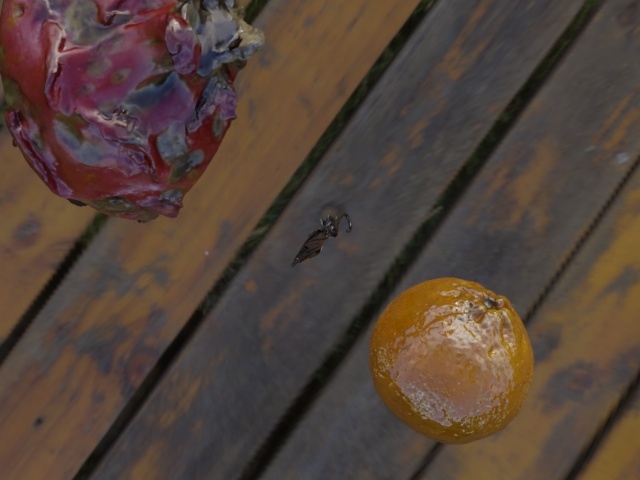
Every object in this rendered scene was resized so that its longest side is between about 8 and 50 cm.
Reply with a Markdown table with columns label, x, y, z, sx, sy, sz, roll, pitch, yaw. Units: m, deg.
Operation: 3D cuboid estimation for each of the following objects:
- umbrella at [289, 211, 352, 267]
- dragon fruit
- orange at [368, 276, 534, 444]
| label | x | y | z | sx | sy | sz | roll | pitch | yaw |
| --- | --- | --- | --- | --- | --- | --- | --- | --- | --- |
| umbrella | -0.001 | -0.003 | 1.107 | 0.013 | 0.122 | 0.022 | -20 | 96 | 25 |
| dragon fruit | -0.144 | -0.151 | 1.164 | 0.134 | 0.212 | 0.262 | -3 | 84 | -47 |
| orange | 0.104 | 0.091 | 1.215 | 0.136 | 0.135 | 0.117 | 5 | 124 | -4 |
